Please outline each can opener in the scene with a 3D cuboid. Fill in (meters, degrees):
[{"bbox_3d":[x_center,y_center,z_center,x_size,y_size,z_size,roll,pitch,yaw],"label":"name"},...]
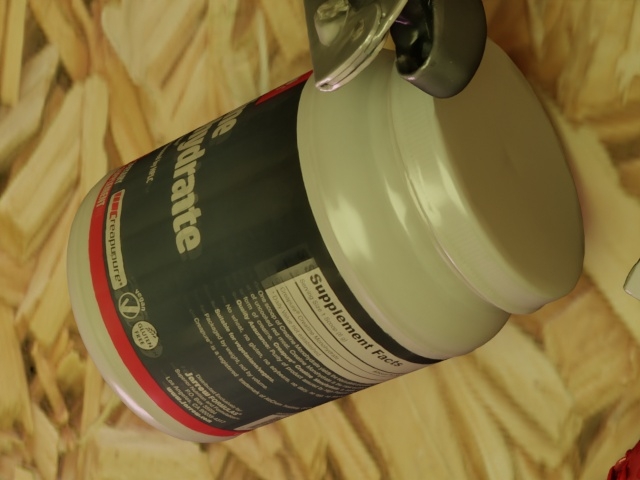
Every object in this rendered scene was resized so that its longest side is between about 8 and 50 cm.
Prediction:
[{"bbox_3d":[0.028,-0.169,0.824,0.095,0.283,0.076,29,121,-24],"label":"can opener"}]

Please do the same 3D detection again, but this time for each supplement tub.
[{"bbox_3d":[0.000,0.000,0.887,0.272,0.191,0.191,-24,90,30],"label":"supplement tub"}]

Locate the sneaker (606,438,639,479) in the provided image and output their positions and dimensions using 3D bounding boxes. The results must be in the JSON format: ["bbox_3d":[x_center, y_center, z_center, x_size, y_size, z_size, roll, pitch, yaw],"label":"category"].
[{"bbox_3d":[0.167,0.174,0.902,0.128,0.087,0.221,14,107,23],"label":"sneaker"}]

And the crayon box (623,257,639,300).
[{"bbox_3d":[0.352,0.011,0.767,0.323,0.083,0.203,30,114,19],"label":"crayon box"}]
